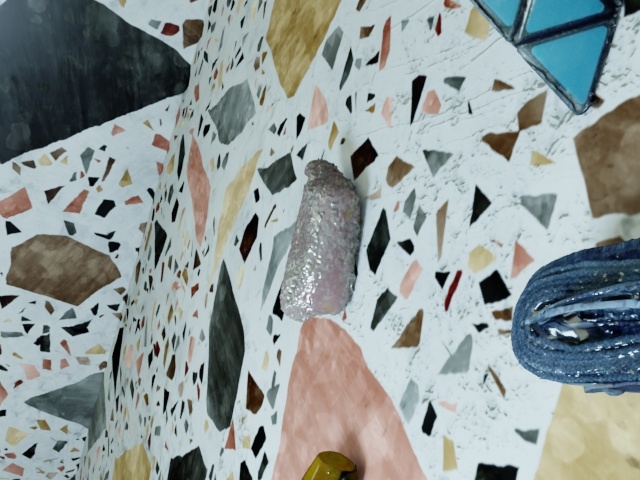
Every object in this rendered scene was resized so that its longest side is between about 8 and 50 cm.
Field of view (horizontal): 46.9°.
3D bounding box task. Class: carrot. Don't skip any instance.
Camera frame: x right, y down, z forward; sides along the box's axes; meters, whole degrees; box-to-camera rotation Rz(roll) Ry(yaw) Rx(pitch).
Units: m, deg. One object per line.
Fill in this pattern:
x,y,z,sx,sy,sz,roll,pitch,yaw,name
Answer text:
0.000,0.382,1.036,0.082,0.082,0.173,36,110,62,carrot

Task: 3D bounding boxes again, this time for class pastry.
0.008,-0.004,1.146,0.112,0.103,0.265,-8,76,56,pastry

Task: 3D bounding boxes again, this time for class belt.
0.246,0.061,0.587,0.218,0.128,0.122,-22,61,60,belt

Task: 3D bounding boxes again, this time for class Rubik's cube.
0.218,-0.307,0.777,0.233,0.229,0.228,20,145,29,Rubik's cube
